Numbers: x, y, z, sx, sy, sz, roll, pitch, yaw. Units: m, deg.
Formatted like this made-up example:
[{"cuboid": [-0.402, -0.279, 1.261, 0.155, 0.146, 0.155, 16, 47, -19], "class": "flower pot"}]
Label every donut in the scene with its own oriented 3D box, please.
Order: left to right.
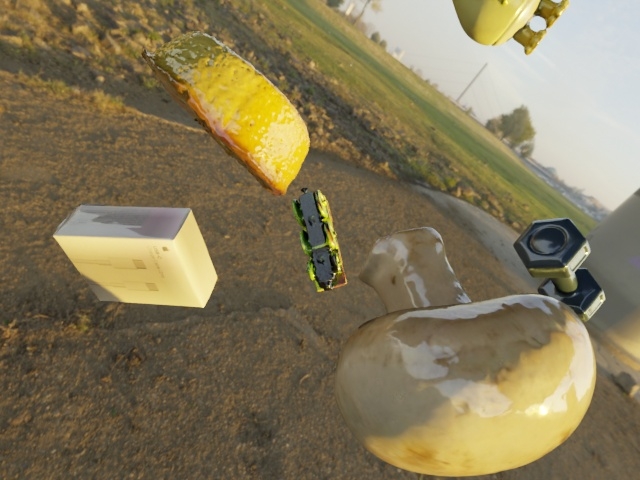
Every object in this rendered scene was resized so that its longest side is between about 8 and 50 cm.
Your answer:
[{"cuboid": [-0.076, -0.116, 0.376, 0.162, 0.065, 0.178, 44, -1, -18], "class": "donut"}]

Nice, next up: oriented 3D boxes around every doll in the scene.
[{"cuboid": [0.261, -0.429, 0.685, 0.297, 0.141, 0.117, 27, 33, -7], "class": "doll"}]

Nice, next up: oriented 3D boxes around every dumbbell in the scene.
[{"cuboid": [0.616, 0.084, 1.050, 0.316, 0.157, 0.143, 44, 56, -38], "class": "dumbbell"}]

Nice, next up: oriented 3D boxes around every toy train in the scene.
[{"cuboid": [0.000, 0.000, 1.144, 0.160, 0.101, 0.295, 49, 27, -72], "class": "toy train"}]

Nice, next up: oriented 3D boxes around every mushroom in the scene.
[{"cuboid": [0.153, 0.120, 0.505, 0.298, 0.298, 0.289, 11, 60, -44], "class": "mushroom"}]

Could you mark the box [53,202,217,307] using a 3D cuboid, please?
[{"cuboid": [-0.367, 0.034, 0.846, 0.252, 0.203, 0.106, 2, 43, 8], "class": "box"}]
